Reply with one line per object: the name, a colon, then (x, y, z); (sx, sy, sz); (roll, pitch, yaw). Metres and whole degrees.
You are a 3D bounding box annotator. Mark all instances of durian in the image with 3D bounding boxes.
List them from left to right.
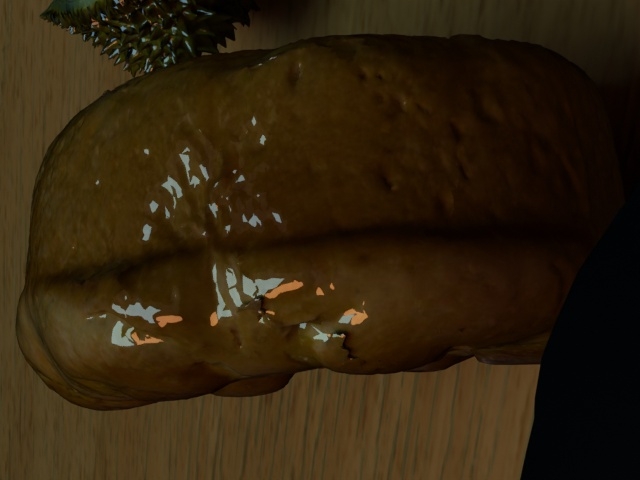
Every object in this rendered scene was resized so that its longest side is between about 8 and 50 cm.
durian: (-0.082, -0.190, 1.031); (0.237, 0.138, 0.193); (40, 130, 49)

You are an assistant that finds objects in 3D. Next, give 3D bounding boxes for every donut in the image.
donut: (0.000, 0.000, 0.844); (0.317, 0.299, 0.150); (-9, 81, 27)

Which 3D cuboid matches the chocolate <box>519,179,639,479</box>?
chocolate: (0.210, 0.127, 0.572); (0.225, 0.210, 0.340); (-21, 54, 45)
